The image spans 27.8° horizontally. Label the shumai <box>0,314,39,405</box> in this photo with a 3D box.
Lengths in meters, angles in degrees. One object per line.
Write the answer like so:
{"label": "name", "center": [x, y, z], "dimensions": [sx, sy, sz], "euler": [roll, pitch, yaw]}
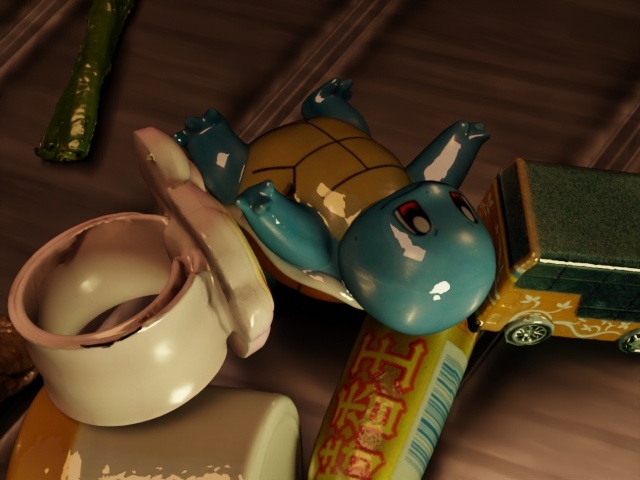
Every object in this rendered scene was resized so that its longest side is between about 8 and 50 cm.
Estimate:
{"label": "shumai", "center": [-0.442, 0.166, 1.418], "dimensions": [0.184, 0.218, 0.185], "euler": [36, 114, 38]}

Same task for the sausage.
{"label": "sausage", "center": [0.054, 0.194, 1.302], "dimensions": [0.125, 0.117, 0.317], "euler": [-4, 52, 48]}

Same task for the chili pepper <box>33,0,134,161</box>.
{"label": "chili pepper", "center": [-0.275, -0.256, 1.664], "dimensions": [0.085, 0.076, 0.359], "euler": [-4, 55, 38]}

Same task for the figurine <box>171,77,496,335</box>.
{"label": "figurine", "center": [-0.007, -0.040, 1.302], "dimensions": [0.298, 0.243, 0.416], "euler": [-9, 10, -37]}

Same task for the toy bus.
{"label": "toy bus", "center": [0.293, 0.017, 1.293], "dimensions": [0.275, 0.167, 0.138], "euler": [7, 55, -14]}

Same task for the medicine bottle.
{"label": "medicine bottle", "center": [-0.151, 0.251, 1.236], "dimensions": [0.232, 0.238, 0.238], "euler": [5, 61, 11]}

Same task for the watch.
{"label": "watch", "center": [-0.179, 0.038, 1.190], "dimensions": [0.217, 0.211, 0.248], "euler": [-26, 40, -14]}
